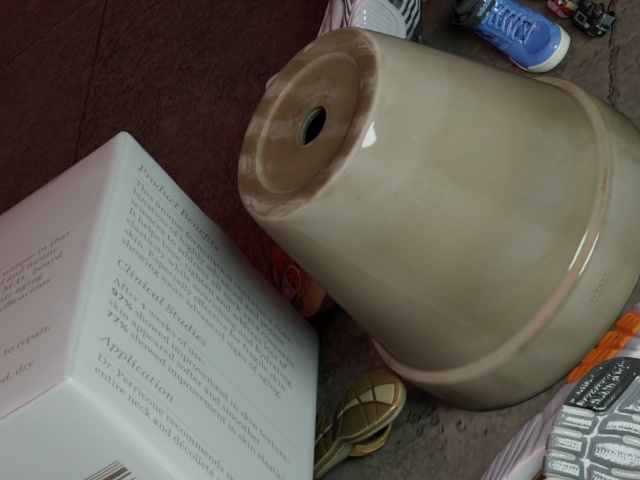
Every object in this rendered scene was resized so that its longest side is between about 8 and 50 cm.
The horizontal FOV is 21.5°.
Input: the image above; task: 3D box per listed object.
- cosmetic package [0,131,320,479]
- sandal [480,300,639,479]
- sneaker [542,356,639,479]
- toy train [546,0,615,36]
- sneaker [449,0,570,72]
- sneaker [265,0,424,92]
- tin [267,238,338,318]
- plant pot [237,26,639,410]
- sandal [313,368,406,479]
[{"bbox_3d":[-0.224,0.180,1.618,0.327,0.329,0.393,-32,27,22],"label":"cosmetic package"},{"bbox_3d":[0.231,0.143,1.362,0.265,0.076,0.102,-48,6,16],"label":"sandal"},{"bbox_3d":[0.202,0.206,1.293,0.132,0.086,0.228,76,-146,-71],"label":"sneaker"},{"bbox_3d":[0.246,-0.240,1.687,0.036,0.027,0.158,-63,31,18],"label":"toy train"},{"bbox_3d":[0.184,-0.221,1.702,0.058,0.084,0.152,-56,33,8],"label":"sneaker"},{"bbox_3d":[0.033,-0.229,1.807,0.210,0.137,0.365,-19,68,56],"label":"sneaker"},{"bbox_3d":[0.000,0.000,1.759,0.106,0.040,0.189,59,141,33],"label":"tin"},{"bbox_3d":[0.090,-0.043,1.514,0.323,0.280,0.323,-33,43,37],"label":"plant pot"},{"bbox_3d":[0.039,0.183,1.631,0.180,0.049,0.072,-49,25,45],"label":"sandal"}]
